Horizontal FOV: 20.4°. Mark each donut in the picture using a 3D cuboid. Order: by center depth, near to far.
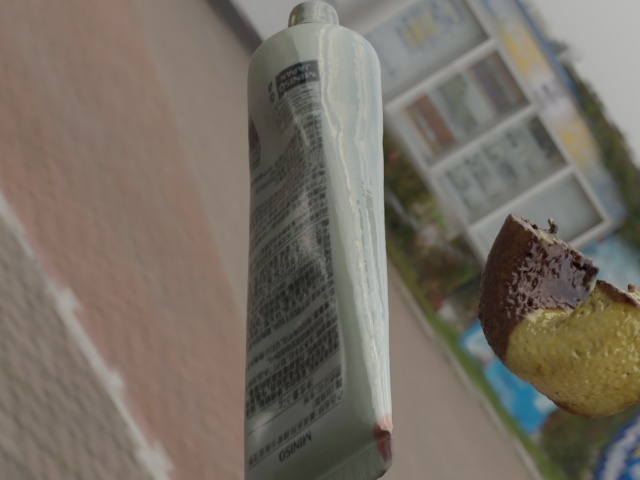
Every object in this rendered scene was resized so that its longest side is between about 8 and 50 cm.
[{"bbox_3d":[0.209,0.067,1.537,0.085,0.141,0.217,24,6,-40],"label":"donut"}]

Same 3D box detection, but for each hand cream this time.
[{"bbox_3d":[0.000,0.000,0.976,0.077,0.124,0.341,22,48,-29],"label":"hand cream"}]
